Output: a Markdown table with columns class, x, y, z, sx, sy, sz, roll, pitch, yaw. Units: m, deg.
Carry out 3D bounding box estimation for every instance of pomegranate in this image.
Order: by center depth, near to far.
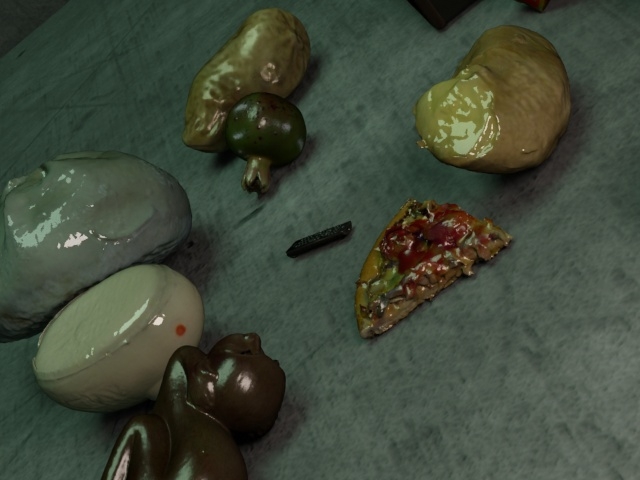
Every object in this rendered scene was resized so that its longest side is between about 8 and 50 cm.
| class | x | y | z | sx | sy | sz | roll | pitch | yaw |
| --- | --- | --- | --- | --- | --- | --- | --- | --- | --- |
| pomegranate | -0.079 | -0.131 | 2.076 | 0.114 | 0.114 | 0.142 | -9 | 64 | 48 |

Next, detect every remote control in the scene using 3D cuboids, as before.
| class | x | y | z | sx | sy | sz | roll | pitch | yaw |
| --- | --- | --- | --- | --- | --- | --- | --- | --- | --- |
| remote control | 0.000 | 0.000 | 1.854 | 0.091 | 0.016 | 0.034 | -21 | 16 | 36 |

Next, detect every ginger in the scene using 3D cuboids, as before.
| class | x | y | z | sx | sy | sz | roll | pitch | yaw |
| --- | --- | --- | --- | --- | --- | --- | --- | --- | --- |
| ginger | 0.198 | -0.153 | 1.681 | 0.138 | 0.152 | 0.267 | -58 | -3 | 29 |

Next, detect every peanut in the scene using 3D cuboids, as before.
| class | x | y | z | sx | sy | sz | roll | pitch | yaw |
| --- | --- | --- | --- | --- | --- | --- | --- | --- | --- |
| peanut | -0.113 | -0.232 | 2.259 | 0.253 | 0.122 | 0.137 | -45 | 34 | -3 |

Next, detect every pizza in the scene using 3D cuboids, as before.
| class | x | y | z | sx | sy | sz | roll | pitch | yaw |
| --- | --- | --- | --- | --- | --- | --- | --- | --- | --- |
| pizza | 0.116 | 0.002 | 1.644 | 0.193 | 0.053 | 0.201 | -24 | 30 | 32 |

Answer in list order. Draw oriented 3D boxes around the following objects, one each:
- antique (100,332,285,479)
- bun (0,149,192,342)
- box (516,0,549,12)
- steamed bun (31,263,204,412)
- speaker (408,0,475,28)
| class | x | y | z | sx | sy | sz | roll | pitch | yaw |
| --- | --- | --- | --- | --- | --- | --- | --- | --- | --- |
| antique | -0.120 | 0.209 | 1.574 | 0.143 | 0.121 | 0.257 | -5 | 43 | 41 |
| bun | -0.331 | -0.009 | 2.023 | 0.354 | 0.194 | 0.354 | -32 | 0 | 0 |
| box | 0.303 | -0.450 | 1.854 | 0.197 | 0.089 | 0.313 | -57 | -13 | -26 |
| steamed bun | -0.230 | 0.126 | 1.840 | 0.228 | 0.130 | 0.177 | -29 | 30 | 23 |
| speaker | 0.145 | -0.429 | 2.138 | 0.153 | 0.192 | 0.231 | -38 | 30 | 5 |
